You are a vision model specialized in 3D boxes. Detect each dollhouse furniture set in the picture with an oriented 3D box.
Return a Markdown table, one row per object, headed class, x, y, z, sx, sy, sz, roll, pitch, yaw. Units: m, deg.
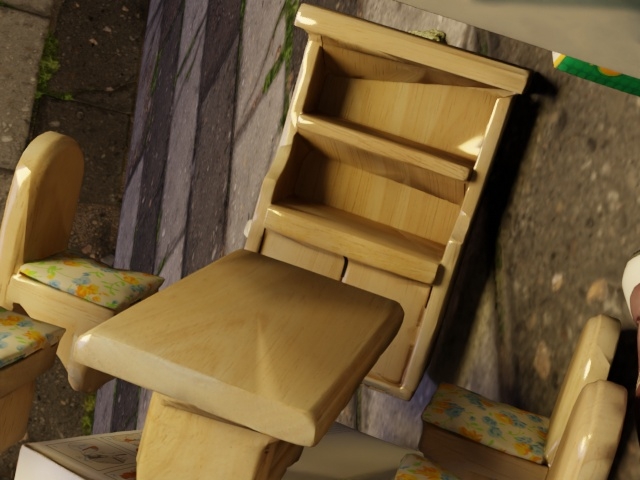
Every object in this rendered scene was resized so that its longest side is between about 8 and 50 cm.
| class | x | y | z | sx | sy | sz | roll | pitch | yaw |
| --- | --- | --- | --- | --- | --- | --- | --- | --- | --- |
| dollhouse furniture set | 0.000 | 0.000 | 0.660 | 0.394 | 0.362 | 0.256 | -34 | -39 | -73 |

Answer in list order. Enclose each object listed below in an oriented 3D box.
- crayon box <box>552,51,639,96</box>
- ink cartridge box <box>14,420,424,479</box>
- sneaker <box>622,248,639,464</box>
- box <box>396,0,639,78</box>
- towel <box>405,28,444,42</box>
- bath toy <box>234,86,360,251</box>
| class | x | y | z | sx | sy | sz | roll | pitch | yaw |
| --- | --- | --- | --- | --- | --- | --- | --- | --- | --- |
| crayon box | 0.199 | -0.242 | 0.627 | 0.165 | 0.081 | 0.278 | 130 | 148 | -54 |
| ink cartridge box | -0.072 | 0.268 | 0.725 | 0.130 | 0.309 | 0.272 | 16 | 94 | 32 |
| sneaker | 0.202 | 0.078 | 0.403 | 0.281 | 0.106 | 0.162 | 153 | 123 | -80 |
| box | 0.153 | -0.149 | 0.458 | 0.044 | 0.233 | 0.159 | -108 | 36 | -63 |
| towel | 0.071 | -0.148 | 1.035 | 0.148 | 0.027 | 0.110 | -150 | 74 | -71 |
| bath toy | 0.008 | -0.032 | 0.987 | 0.151 | 0.129 | 0.348 | -89 | 20 | -48 |
